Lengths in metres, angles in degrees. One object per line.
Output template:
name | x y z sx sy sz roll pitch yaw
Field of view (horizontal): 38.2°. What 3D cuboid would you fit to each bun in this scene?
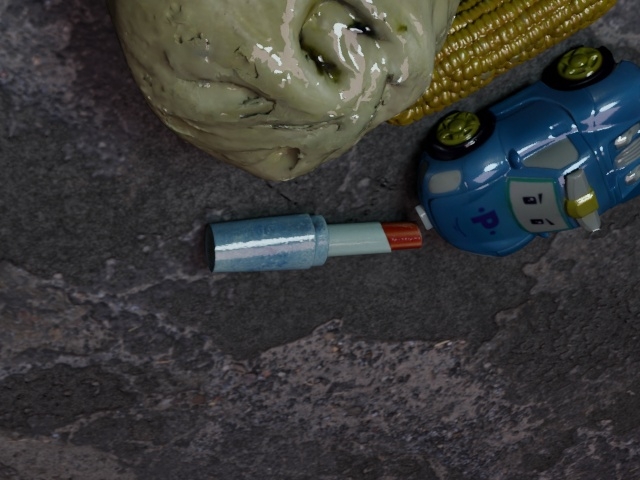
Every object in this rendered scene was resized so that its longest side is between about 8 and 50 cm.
bun | -0.023 -0.228 0.799 0.326 0.234 0.362 25 111 -31

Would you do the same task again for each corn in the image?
corn | 0.178 -0.220 0.964 0.312 0.102 0.102 -30 134 8

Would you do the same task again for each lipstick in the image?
lipstick | 0.000 0.000 1.124 0.274 0.061 0.068 -4 133 -18

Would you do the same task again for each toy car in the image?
toy car | 0.268 -0.081 1.094 0.314 0.166 0.198 -27 131 4
